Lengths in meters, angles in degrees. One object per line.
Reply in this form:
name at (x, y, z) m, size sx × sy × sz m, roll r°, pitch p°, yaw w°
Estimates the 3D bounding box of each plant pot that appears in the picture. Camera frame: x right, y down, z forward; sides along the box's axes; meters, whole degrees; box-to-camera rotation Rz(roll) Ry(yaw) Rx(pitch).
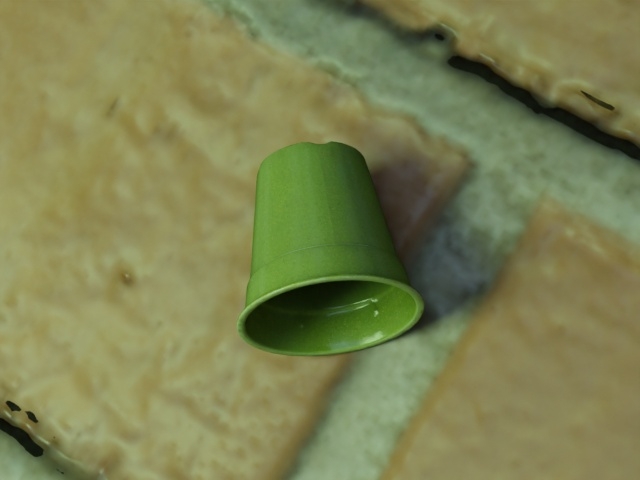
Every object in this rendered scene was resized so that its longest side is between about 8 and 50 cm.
plant pot at (0.000, 0.000, 0.709) m, size 0.083 × 0.083 × 0.079 m, roll -14°, pitch 63°, yaw 13°
